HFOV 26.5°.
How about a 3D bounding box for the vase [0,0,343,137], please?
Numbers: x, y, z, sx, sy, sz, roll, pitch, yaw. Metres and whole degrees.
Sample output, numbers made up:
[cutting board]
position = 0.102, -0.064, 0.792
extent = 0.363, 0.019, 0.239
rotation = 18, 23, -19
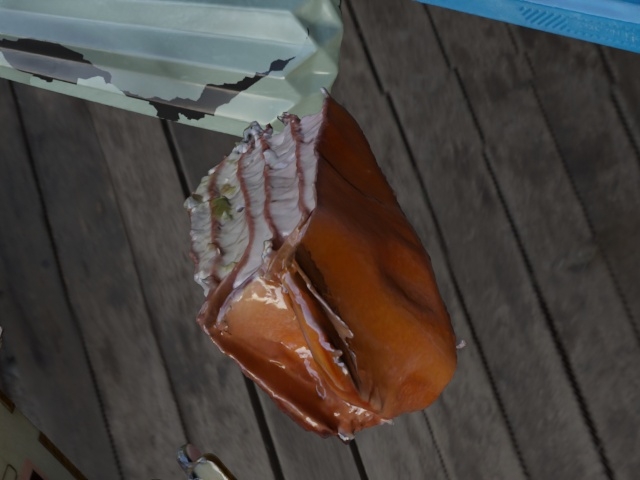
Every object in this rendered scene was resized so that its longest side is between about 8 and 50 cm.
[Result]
[vase]
position = -0.169, -0.172, 1.059
extent = 0.360, 0.165, 0.165
rotation = 5, 73, -15

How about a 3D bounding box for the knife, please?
[knife]
position = 0.155, -0.123, 0.735
extent = 0.296, 0.044, 0.026
rotation = 19, 62, 29

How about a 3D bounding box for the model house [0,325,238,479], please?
[model house]
position = -0.223, 0.151, 0.597
extent = 0.326, 0.169, 0.244
rotation = -28, 113, 21

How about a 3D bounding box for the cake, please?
[cake]
position = -0.005, 0.004, 0.746
extent = 0.135, 0.287, 0.098
rotation = 37, 109, -24
